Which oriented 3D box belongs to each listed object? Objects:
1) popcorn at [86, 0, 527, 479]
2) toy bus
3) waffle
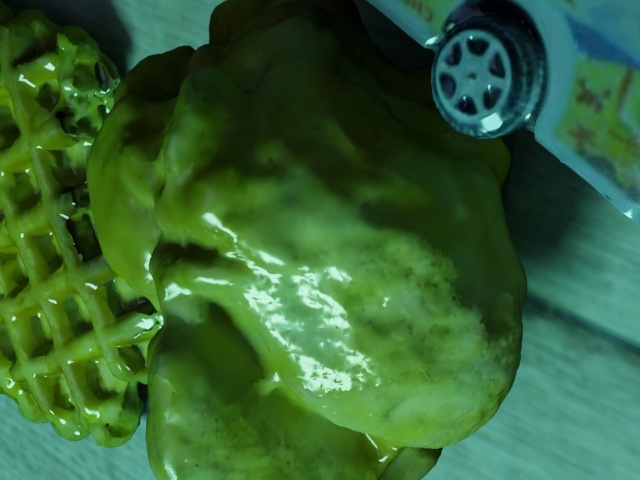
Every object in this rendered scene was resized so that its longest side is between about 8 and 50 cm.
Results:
[{"bbox_3d":[-0.001,0.003,0.756,0.190,0.191,0.253,-9,98,20],"label":"popcorn"},{"bbox_3d":[0.067,-0.145,0.705,0.329,0.109,0.136,45,119,29],"label":"toy bus"},{"bbox_3d":[-0.176,-0.014,1.025,0.291,0.051,0.291,16,113,44],"label":"waffle"}]
